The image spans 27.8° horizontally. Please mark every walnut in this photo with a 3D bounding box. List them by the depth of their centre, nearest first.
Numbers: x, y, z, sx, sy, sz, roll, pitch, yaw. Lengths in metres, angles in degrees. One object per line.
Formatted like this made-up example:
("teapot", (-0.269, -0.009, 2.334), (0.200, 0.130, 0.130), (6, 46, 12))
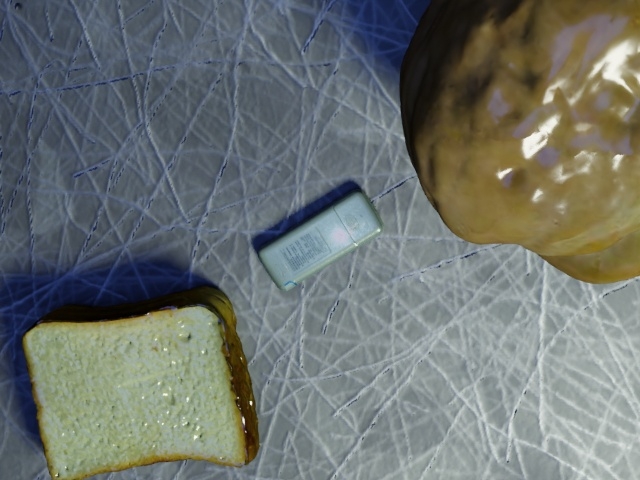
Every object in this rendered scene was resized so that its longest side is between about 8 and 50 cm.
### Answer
("walnut", (0.230, -0.145, 1.057), (0.306, 0.306, 0.344), (24, 104, 3))

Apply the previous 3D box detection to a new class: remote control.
("remote control", (0.000, 0.000, 1.254), (0.124, 0.018, 0.053), (-32, 93, 12))

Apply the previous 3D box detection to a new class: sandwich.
("sandwich", (-0.178, 0.147, 1.284), (0.214, 0.065, 0.186), (-10, 98, 10))
